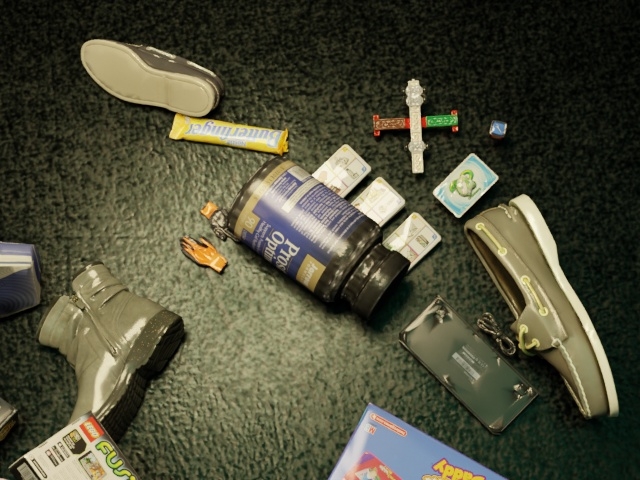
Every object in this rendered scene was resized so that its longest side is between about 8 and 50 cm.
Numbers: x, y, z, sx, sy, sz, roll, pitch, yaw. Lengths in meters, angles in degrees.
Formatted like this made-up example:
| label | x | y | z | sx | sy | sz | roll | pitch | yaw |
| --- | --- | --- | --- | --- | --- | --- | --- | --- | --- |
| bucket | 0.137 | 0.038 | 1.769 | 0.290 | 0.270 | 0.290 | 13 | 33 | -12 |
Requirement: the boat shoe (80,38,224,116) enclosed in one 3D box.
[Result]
| label | x | y | z | sx | sy | sz | roll | pitch | yaw |
| --- | --- | --- | --- | --- | --- | --- | --- | --- | --- |
| boat shoe | -0.227 | -0.226 | 1.590 | 0.206 | 0.075 | 0.065 | 21 | 33 | 13 |

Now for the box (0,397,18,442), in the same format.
| label | x | y | z | sx | sy | sz | roll | pitch | yaw |
| --- | --- | --- | --- | --- | --- | --- | --- | --- | --- |
| box | -0.513 | 0.219 | 1.433 | 0.220 | 0.051 | 0.175 | 34 | 55 | 10 |

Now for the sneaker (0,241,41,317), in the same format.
| label | x | y | z | sx | sy | sz | roll | pitch | yaw |
| --- | --- | --- | --- | --- | --- | --- | --- | --- | --- |
| sneaker | -0.518 | 0.003 | 1.476 | 0.316 | 0.127 | 0.182 | -4 | 55 | -13 |

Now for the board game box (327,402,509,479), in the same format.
| label | x | y | z | sx | sy | sz | roll | pitch | yaw |
| --- | --- | --- | --- | --- | --- | --- | --- | --- | --- |
| board game box | 0.152 | 0.381 | 1.375 | 0.347 | 0.078 | 0.233 | 29 | 71 | 9 |

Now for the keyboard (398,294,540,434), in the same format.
| label | x | y | z | sx | sy | sz | roll | pitch | yaw |
| --- | --- | --- | --- | --- | --- | --- | --- | --- | --- |
| keyboard | 0.197 | 0.148 | 1.482 | 0.108 | 0.023 | 0.180 | -45 | 79 | -4 |

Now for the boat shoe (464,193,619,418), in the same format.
| label | x | y | z | sx | sy | sz | roll | pitch | yaw |
| --- | --- | --- | --- | --- | --- | --- | --- | --- | --- |
| boat shoe | 0.275 | 0.091 | 1.455 | 0.091 | 0.109 | 0.305 | -20 | 69 | -4 |

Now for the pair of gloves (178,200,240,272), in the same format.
| label | x | y | z | sx | sy | sz | roll | pitch | yaw |
| --- | --- | --- | --- | --- | --- | --- | --- | --- | --- |
| pair of gloves | -0.141 | -0.004 | 1.539 | 0.074 | 0.010 | 0.083 | 33 | 75 | 11 |

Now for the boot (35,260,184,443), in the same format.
| label | x | y | z | sx | sy | sz | roll | pitch | yaw |
| --- | --- | --- | --- | --- | --- | --- | --- | --- | --- |
| boot | -0.297 | 0.158 | 1.473 | 0.161 | 0.083 | 0.246 | 28 | 73 | 18 |

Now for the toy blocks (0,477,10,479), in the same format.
| label | x | y | z | sx | sy | sz | roll | pitch | yaw |
| --- | --- | --- | --- | --- | --- | --- | --- | --- | --- |
| toy blocks | -0.338 | 0.407 | 1.297 | 0.309 | 0.260 | 0.288 | -16 | 75 | -3 |

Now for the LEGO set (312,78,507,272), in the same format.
| label | x | y | z | sx | sy | sz | roll | pitch | yaw |
| --- | --- | --- | --- | --- | --- | --- | --- | --- | --- |
| LEGO set | 0.129 | -0.097 | 1.551 | 0.244 | 0.060 | 0.182 | -45 | 81 | -1 |

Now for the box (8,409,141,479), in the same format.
| label | x | y | z | sx | sy | sz | roll | pitch | yaw |
| --- | --- | --- | --- | --- | --- | --- | --- | --- | --- |
| box | -0.233 | 0.298 | 1.270 | 0.036 | 0.114 | 0.207 | -37 | 87 | 34 |

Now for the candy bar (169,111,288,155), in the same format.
| label | x | y | z | sx | sy | sz | roll | pitch | yaw |
| --- | --- | --- | --- | --- | --- | --- | --- | --- | --- |
| candy bar | -0.120 | -0.144 | 1.575 | 0.162 | 0.018 | 0.040 | 10 | 75 | 5 |

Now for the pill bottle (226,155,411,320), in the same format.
| label | x | y | z | sx | sy | sz | roll | pitch | yaw |
| --- | --- | --- | --- | --- | --- | --- | --- | --- | --- |
| pill bottle | 0.000 | 0.000 | 1.476 | 0.219 | 0.123 | 0.123 | 36 | 78 | 11 |
